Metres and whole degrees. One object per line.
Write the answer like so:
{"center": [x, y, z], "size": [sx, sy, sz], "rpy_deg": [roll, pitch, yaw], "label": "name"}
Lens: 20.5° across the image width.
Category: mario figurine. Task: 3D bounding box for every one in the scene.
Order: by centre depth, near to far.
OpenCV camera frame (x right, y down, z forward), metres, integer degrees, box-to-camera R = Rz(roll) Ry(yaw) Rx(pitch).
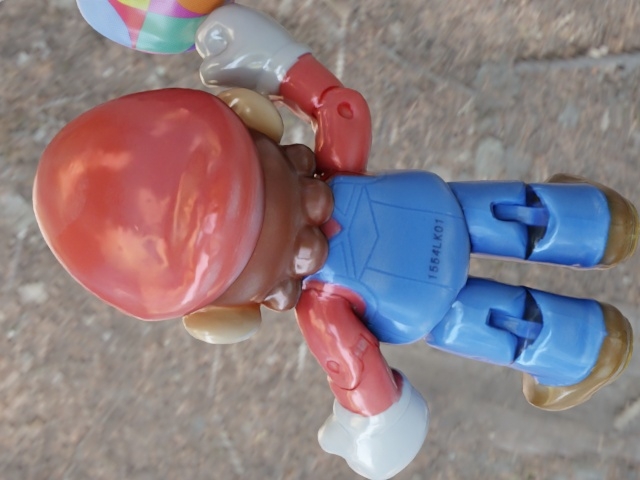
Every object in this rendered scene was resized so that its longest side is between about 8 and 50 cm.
{"center": [0.000, 0.000, 0.939], "size": [0.321, 0.198, 0.170], "rpy_deg": [13, 130, -24], "label": "mario figurine"}

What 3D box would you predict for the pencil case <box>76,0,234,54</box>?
{"center": [-0.065, -0.194, 0.883], "size": [0.104, 0.104, 0.236], "rpy_deg": [30, 145, 2], "label": "pencil case"}
